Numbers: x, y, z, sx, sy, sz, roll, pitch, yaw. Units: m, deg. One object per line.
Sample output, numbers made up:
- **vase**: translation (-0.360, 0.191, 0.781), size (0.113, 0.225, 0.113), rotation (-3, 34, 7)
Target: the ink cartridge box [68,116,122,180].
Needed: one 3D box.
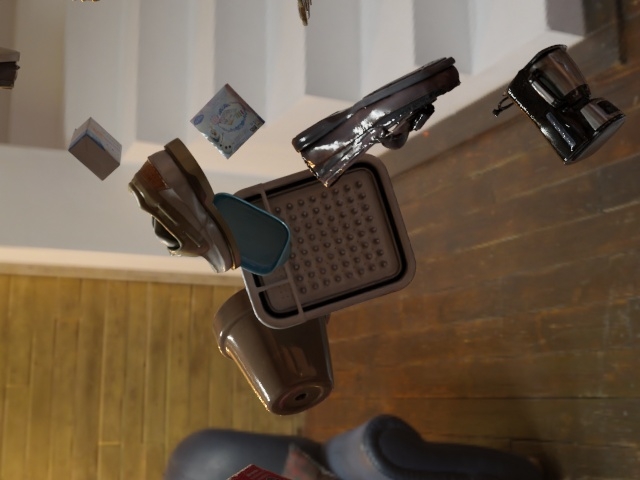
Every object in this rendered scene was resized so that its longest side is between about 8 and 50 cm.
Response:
- **ink cartridge box**: translation (-0.519, -0.220, 1.948), size (0.061, 0.104, 0.181), rotation (-41, 25, 8)

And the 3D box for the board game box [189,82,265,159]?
- **board game box**: translation (-0.153, -0.196, 1.385), size (0.090, 0.090, 0.020), rotation (-41, 10, 19)

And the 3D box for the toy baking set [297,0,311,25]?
- **toy baking set**: translation (-0.046, -0.483, 1.488), size (0.256, 0.030, 0.196), rotation (-81, -17, -70)

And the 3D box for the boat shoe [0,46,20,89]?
- **boat shoe**: translation (-0.810, -0.377, 1.862), size (0.117, 0.324, 0.096), rotation (21, 111, 24)

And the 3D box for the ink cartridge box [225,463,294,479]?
- **ink cartridge box**: translation (0.012, 0.489, 1.237), size (0.279, 0.385, 0.160), rotation (25, -98, -77)

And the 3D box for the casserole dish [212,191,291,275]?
- **casserole dish**: translation (-0.139, -0.013, 1.538), size (0.114, 0.188, 0.037), rotation (-64, -4, 8)

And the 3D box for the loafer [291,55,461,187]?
- **loafer**: translation (0.084, -0.157, 1.156), size (0.302, 0.109, 0.095), rotation (-21, 99, 48)

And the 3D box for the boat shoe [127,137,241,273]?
- **boat shoe**: translation (-0.208, -0.032, 1.286), size (0.113, 0.103, 0.302), rotation (48, 167, 33)

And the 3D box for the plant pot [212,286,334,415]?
- **plant pot**: translation (-0.077, 0.242, 1.794), size (0.263, 0.263, 0.229), rotation (-61, 42, 43)

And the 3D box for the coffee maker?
- **coffee maker**: translation (0.415, -0.222, 1.456), size (0.178, 0.120, 0.171), rotation (57, 159, 16)

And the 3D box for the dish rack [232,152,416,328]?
- **dish rack**: translation (0.000, 0.000, 1.668), size (0.072, 0.333, 0.285), rotation (-143, 35, -89)
